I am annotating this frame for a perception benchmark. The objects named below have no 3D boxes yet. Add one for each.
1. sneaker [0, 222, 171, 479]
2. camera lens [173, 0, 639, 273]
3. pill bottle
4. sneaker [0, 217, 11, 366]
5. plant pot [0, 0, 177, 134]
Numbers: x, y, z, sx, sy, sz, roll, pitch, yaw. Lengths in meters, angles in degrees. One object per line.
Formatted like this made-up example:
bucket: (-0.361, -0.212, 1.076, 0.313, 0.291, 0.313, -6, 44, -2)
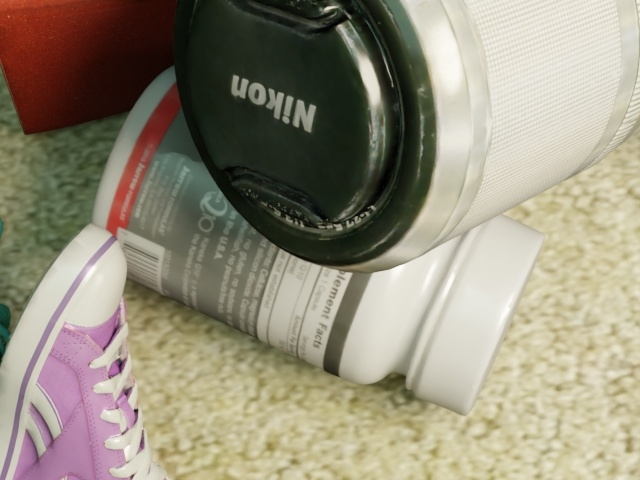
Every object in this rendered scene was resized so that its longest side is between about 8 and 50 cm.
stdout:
sneaker: (-0.140, 0.128, 0.980, 0.161, 0.102, 0.282, 23, 120, 5)
camera lens: (0.068, -0.118, 0.852, 0.274, 0.219, 0.219, -25, 74, -41)
pill bottle: (0.000, 0.000, 0.992, 0.283, 0.161, 0.161, 24, 83, 10)
sneaker: (-0.271, 0.078, 1.009, 0.110, 0.107, 0.275, -5, 54, -6)
plant pot: (-0.114, -0.244, 1.016, 0.235, 0.267, 0.267, -5, 79, -8)
